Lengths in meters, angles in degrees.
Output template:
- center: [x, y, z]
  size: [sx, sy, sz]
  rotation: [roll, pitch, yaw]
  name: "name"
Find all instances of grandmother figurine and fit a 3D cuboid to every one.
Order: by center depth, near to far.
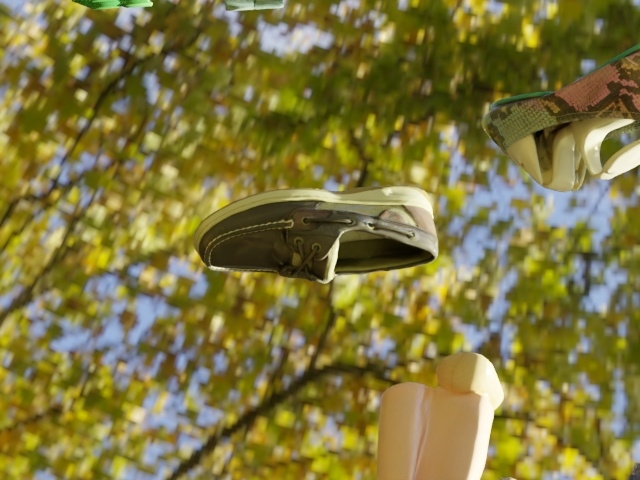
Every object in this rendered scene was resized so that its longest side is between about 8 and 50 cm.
- center: [0.078, 0.259, 1.616]
  size: [0.104, 0.342, 0.208]
  rotation: [34, -51, -18]
  name: "grandmother figurine"

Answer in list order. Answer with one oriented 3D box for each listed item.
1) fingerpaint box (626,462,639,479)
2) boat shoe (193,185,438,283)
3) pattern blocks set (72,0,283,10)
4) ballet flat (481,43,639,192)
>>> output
- center: [0.219, 0.330, 0.660]
  size: [0.163, 0.445, 0.371]
  rotation: [29, -94, -32]
  name: "fingerpaint box"
- center: [0.000, 0.001, 1.707]
  size: [0.223, 0.073, 0.080]
  rotation: [-7, -41, -15]
  name: "boat shoe"
- center: [-0.123, -0.305, 1.533]
  size: [0.285, 0.325, 0.026]
  rotation: [4, -36, 2]
  name: "pattern blocks set"
- center: [0.185, -0.078, 1.331]
  size: [0.077, 0.079, 0.221]
  rotation: [3, -11, -30]
  name: "ballet flat"
